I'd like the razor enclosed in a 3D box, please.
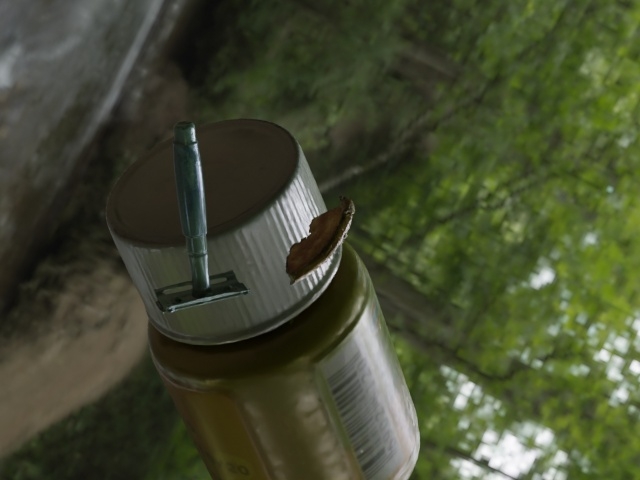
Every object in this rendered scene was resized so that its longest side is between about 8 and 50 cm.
[{"bbox_3d":[-0.090,-0.018,0.900,0.040,0.068,0.135,-140,-139,-59],"label":"razor"}]

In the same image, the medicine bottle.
[{"bbox_3d":[-0.051,0.090,1.231,0.224,0.224,0.384,-70,148,-46],"label":"medicine bottle"}]

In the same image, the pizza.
[{"bbox_3d":[0.000,0.000,0.954,0.037,0.016,0.083,17,-117,43],"label":"pizza"}]
